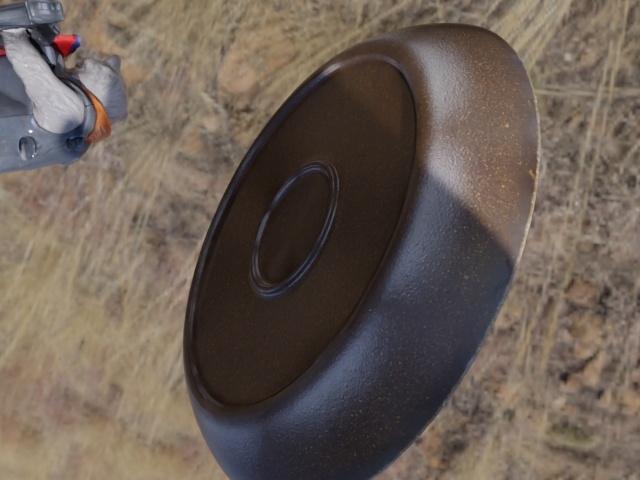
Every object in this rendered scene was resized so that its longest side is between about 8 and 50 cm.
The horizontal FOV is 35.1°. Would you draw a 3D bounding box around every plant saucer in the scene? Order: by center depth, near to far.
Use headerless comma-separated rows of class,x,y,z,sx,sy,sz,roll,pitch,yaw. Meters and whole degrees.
plant saucer,0.000,0.000,0.600,0.050,0.311,0.310,27,153,-27

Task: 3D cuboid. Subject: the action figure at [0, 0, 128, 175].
action figure,-0.344,-0.101,1.000,0.330,0.179,0.341,-23,-177,-21
